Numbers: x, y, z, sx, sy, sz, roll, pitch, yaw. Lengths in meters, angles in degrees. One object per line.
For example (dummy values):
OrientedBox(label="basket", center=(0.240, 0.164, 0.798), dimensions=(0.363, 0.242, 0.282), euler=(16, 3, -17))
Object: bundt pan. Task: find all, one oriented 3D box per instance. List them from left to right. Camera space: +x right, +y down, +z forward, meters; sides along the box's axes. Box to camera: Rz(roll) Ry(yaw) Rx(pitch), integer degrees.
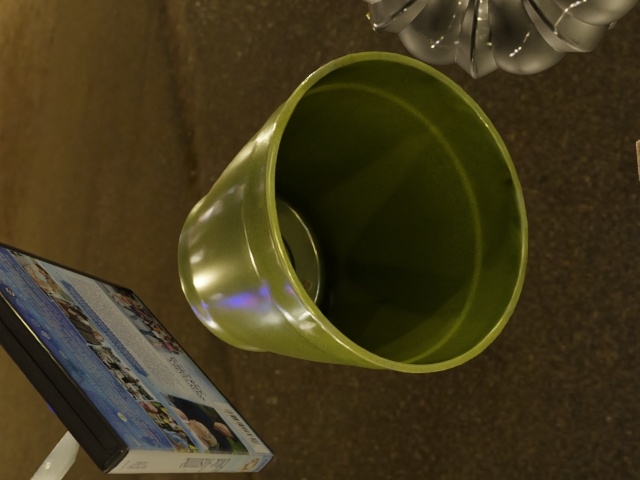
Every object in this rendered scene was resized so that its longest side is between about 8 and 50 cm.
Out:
OrientedBox(label="bundt pan", center=(0.151, -0.285, 0.959), dimensions=(0.331, 0.331, 0.124), euler=(-54, 6, 42))

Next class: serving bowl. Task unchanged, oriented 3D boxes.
OrientedBox(label="serving bowl", center=(-0.299, 0.255, 1.219), dimensions=(0.083, 0.027, 0.083), euler=(-52, 4, 5))

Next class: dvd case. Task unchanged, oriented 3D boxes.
OrientedBox(label="dvd case", center=(-0.131, 0.080, 0.703), dimensions=(0.022, 0.253, 0.180), euler=(-46, 71, 3))

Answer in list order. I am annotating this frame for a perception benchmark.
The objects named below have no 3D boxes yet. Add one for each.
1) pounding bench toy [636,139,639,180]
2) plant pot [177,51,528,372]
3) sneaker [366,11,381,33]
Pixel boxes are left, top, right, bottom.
OrientedBox(label="pounding bench toy", center=(0.415, -0.099, 1.240), dimensions=(0.083, 0.065, 0.052), euler=(-28, 55, 53))
OrientedBox(label="plant pot", center=(0.000, 0.000, 1.336), dimensions=(0.353, 0.366, 0.367), euler=(-20, 64, 53))
OrientedBox(label="sneaker", center=(0.101, -0.289, 1.387), dimensions=(0.031, 0.083, 0.035), euler=(180, 73, -79))
